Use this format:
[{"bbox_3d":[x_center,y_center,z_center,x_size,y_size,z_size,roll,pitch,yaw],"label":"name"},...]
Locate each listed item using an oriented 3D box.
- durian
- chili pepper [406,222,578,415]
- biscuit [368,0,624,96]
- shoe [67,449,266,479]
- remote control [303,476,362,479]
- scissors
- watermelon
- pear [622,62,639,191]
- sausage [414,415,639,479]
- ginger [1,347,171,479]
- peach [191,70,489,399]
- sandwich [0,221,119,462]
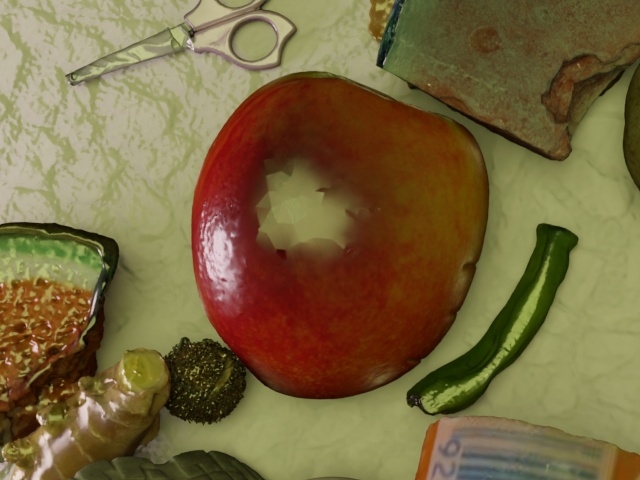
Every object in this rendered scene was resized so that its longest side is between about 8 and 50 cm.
[{"bbox_3d":[-0.105,0.123,1.573,0.080,0.091,0.080,12,59,-20],"label":"durian"},{"bbox_3d":[0.154,0.074,1.548,0.201,0.050,0.052,-53,39,-4],"label":"chili pepper"},{"bbox_3d":[0.158,-0.246,1.607,0.232,0.013,0.236,3,83,9],"label":"biscuit"},{"bbox_3d":[-0.140,0.250,1.508,0.099,0.228,0.125,42,121,35],"label":"shoe"},{"bbox_3d":[0.013,0.360,1.485,0.221,0.103,0.332,-1,82,-19],"label":"remote control"},{"bbox_3d":[-0.129,-0.180,1.640,0.212,0.021,0.110,-20,83,6],"label":"scissors"},{"bbox_3d":[0.194,-0.187,1.539,0.318,0.148,0.226,-23,95,-5],"label":"watermelon"},{"bbox_3d":[0.325,-0.091,1.497,0.167,0.136,0.167,-1,82,10],"label":"pear"},{"bbox_3d":[0.159,0.301,1.386,0.233,0.233,0.287,10,70,10],"label":"sausage"},{"bbox_3d":[-0.197,0.169,1.546,0.115,0.081,0.205,26,115,10],"label":"ginger"},{"bbox_3d":[0.000,0.000,1.518,0.249,0.245,0.274,18,97,38],"label":"peach"},{"bbox_3d":[-0.288,0.082,1.593,0.292,0.109,0.212,-32,88,9],"label":"sandwich"}]
